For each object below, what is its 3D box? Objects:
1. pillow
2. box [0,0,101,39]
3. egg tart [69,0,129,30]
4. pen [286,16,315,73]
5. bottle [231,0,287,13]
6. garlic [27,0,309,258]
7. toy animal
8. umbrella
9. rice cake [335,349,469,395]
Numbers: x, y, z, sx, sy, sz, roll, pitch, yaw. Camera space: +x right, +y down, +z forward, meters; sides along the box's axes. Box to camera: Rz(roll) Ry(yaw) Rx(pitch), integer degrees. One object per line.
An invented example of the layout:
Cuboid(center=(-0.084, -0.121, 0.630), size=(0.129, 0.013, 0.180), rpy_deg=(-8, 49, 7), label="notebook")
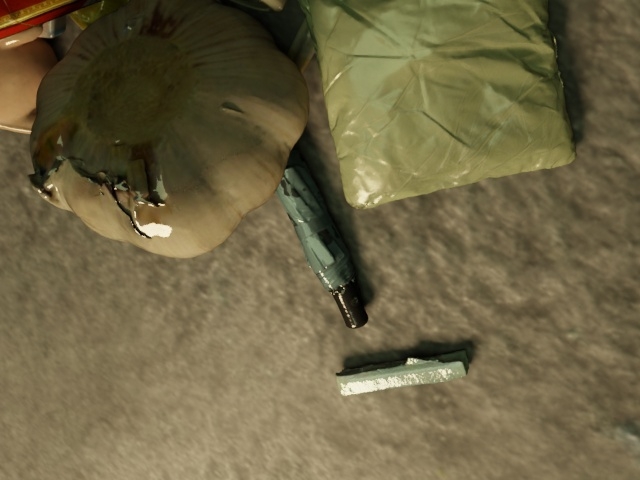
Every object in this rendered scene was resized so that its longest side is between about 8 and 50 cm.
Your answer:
Cuboid(center=(0.131, -0.190, 0.913), size=(0.275, 0.076, 0.280), rpy_deg=(-11, 106, 9), label="pillow")
Cuboid(center=(-0.305, -0.333, 0.910), size=(0.074, 0.240, 0.153), rpy_deg=(1, 119, 57), label="box")
Cuboid(center=(-0.285, -0.304, 1.015), size=(0.105, 0.039, 0.105), rpy_deg=(6, 112, 15), label="egg tart")
Cuboid(center=(0.010, -0.273, 0.950), size=(0.040, 0.032, 0.233), rpy_deg=(21, 117, -18), label="pen")
Cuboid(center=(-0.049, -0.379, 0.860), size=(0.120, 0.120, 0.253), rpy_deg=(23, 95, 6), label="bottle")
Cuboid(center=(-0.174, -0.138, 0.934), size=(0.322, 0.241, 0.321), rpy_deg=(4, 76, -16), label="garlic")
Cuboid(center=(-0.416, -0.268, 0.982), size=(0.213, 0.195, 0.256), rpy_deg=(7, 108, 5), label="toy animal")
Cuboid(center=(0.000, 0.000, 1.037), size=(0.052, 0.053, 0.250), rpy_deg=(-20, 102, 19), label="umbrella")
Cuboid(center=(0.106, 0.174, 1.083), size=(0.180, 0.030, 0.042), rpy_deg=(-12, 104, 18), label="rice cake")
